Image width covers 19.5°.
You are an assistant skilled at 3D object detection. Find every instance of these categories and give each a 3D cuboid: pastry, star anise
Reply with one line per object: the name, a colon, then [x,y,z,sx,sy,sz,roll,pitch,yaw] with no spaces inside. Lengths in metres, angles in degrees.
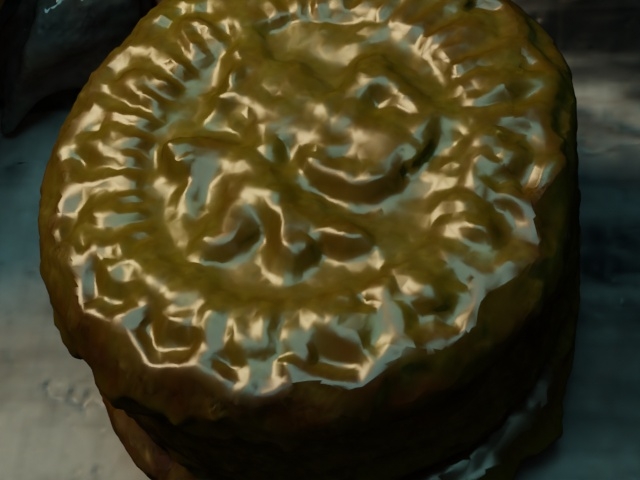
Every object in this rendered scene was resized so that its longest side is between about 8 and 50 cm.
pastry: [0.000,0.000,0.609,0.188,0.103,0.189,-6,58,9]
star anise: [-0.055,-0.138,0.644,0.218,0.227,0.148,30,63,22]

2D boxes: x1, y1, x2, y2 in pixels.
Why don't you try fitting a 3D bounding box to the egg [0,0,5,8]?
egg: [-0.241,-0.116,0.680,0.244,0.201,0.201,-11,55,21]
